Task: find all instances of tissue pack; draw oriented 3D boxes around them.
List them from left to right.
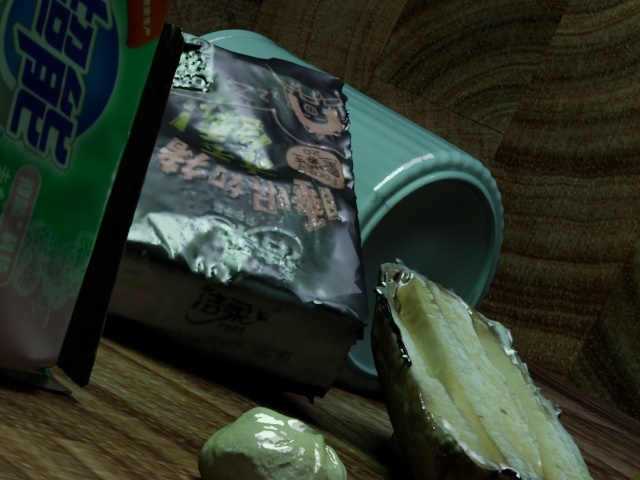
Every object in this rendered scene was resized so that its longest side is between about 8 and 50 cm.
[{"bbox_3d":[-0.092,-0.036,1.572,0.245,0.123,0.332,17,36,-17],"label":"tissue pack"}]

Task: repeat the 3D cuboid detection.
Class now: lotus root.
[{"bbox_3d":[0.096,0.119,1.470,0.167,0.078,0.329,31,17,-20],"label":"lotus root"}]

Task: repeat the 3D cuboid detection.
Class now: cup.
[{"bbox_3d":[-0.015,0.004,1.891,0.257,0.331,0.311,-21,37,-37],"label":"cup"}]

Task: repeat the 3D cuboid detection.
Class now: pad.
[{"bbox_3d":[-0.175,-0.054,1.270,0.004,0.220,0.330,13,8,-28],"label":"pad"}]

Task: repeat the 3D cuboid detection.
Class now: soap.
[{"bbox_3d":[-0.185,-0.068,1.086,0.098,0.273,0.218,15,-5,36],"label":"soap"}]

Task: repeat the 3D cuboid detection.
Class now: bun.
[{"bbox_3d":[-0.022,0.123,1.083,0.086,0.055,0.086,27,3,-1],"label":"bun"}]

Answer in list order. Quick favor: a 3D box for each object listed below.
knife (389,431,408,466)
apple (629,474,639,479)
[{"bbox_3d":[0.136,0.195,1.434,0.063,0.034,0.260,15,12,-41],"label":"knife"},{"bbox_3d":[0.270,0.226,1.575,0.090,0.074,0.089,18,-18,6],"label":"apple"}]
